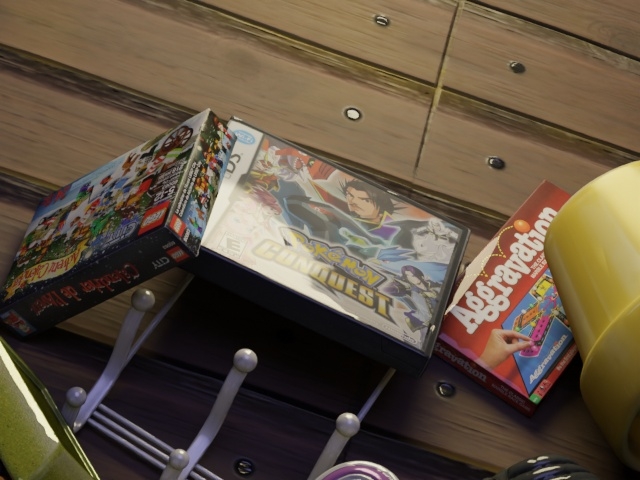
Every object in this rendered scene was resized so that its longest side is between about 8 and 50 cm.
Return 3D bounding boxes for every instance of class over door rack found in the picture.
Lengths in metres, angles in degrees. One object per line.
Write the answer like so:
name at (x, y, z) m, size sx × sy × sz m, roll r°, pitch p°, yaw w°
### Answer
over door rack at (-0.058, 0.110, 1.769) m, size 0.239 × 0.108 × 0.324 m, roll 31°, pitch 47°, yaw 9°

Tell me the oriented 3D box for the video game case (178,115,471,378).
video game case at (0.000, 0.000, 1.852) m, size 0.274 × 0.035 × 0.248 m, roll 25°, pitch 32°, yaw 0°

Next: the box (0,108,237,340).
box at (-0.190, -0.014, 1.760) m, size 0.044 × 0.233 × 0.159 m, roll 45°, pitch 39°, yaw -26°

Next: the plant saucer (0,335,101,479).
plant saucer at (-0.244, 0.158, 1.609) m, size 0.045 × 0.188 × 0.188 m, roll -34°, pitch 62°, yaw -4°

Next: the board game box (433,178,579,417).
board game box at (0.224, 0.053, 1.970) m, size 0.145 × 0.027 × 0.281 m, roll 33°, pitch 48°, yaw 13°

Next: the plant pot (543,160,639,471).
plant pot at (0.343, 0.058, 1.851) m, size 0.254 × 0.254 × 0.239 m, roll -10°, pitch 52°, yaw -26°

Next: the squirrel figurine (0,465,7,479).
squirrel figurine at (-0.451, 0.204, 1.483) m, size 0.370 × 0.281 × 0.397 m, roll 45°, pitch 75°, yaw 0°

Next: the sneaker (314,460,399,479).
sneaker at (-0.022, 0.332, 1.580) m, size 0.114 × 0.152 × 0.305 m, roll 34°, pitch 71°, yaw 27°

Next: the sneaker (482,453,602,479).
sneaker at (0.151, 0.292, 1.695) m, size 0.295 × 0.105 × 0.147 m, roll -24°, pitch 34°, yaw -15°
